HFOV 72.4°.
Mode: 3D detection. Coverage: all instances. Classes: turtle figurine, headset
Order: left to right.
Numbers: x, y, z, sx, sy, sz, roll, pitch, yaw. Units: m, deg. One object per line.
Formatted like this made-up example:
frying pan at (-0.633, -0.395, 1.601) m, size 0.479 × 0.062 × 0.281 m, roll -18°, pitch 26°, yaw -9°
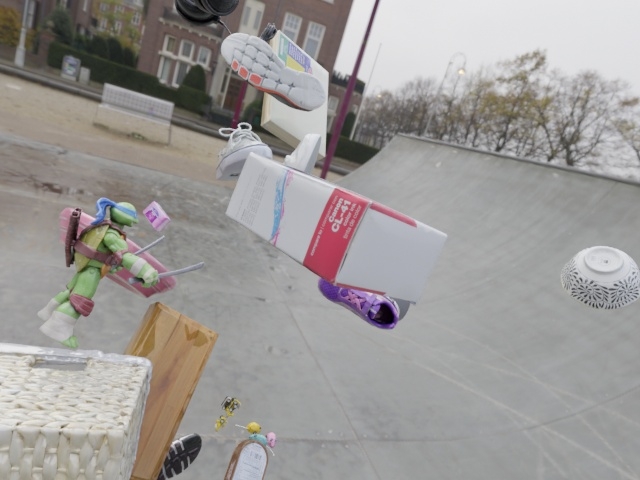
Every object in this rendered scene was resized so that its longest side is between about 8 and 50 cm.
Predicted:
turtle figurine at (-0.393, 0.079, 0.856) m, size 0.197 × 0.266 × 0.275 m, roll 29°, pitch -14°, yaw 22°
headset at (-0.288, -0.680, 1.182) m, size 0.243 × 0.185 × 0.394 m, roll 17°, pitch -26°, yaw 54°

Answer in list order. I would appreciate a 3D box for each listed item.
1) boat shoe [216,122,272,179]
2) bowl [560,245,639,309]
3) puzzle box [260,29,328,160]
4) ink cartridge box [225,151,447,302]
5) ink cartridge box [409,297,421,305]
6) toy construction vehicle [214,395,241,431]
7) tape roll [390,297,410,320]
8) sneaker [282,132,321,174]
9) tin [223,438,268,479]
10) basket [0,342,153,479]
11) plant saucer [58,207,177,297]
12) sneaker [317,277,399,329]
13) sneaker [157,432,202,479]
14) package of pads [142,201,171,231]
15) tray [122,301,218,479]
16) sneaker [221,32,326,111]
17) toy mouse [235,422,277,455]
boat shoe at (-0.241, -0.281, 1.325) m, size 0.135 × 0.157 × 0.367 m, roll -5°, pitch 1°, yaw -22°
bowl at (0.654, 0.067, 1.015) m, size 0.170 × 0.170 × 0.080 m, roll 29°, pitch -25°, yaw 43°
puzzle box at (-0.082, -0.521, 1.584) m, size 0.052 × 0.409 × 0.272 m, roll -19°, pitch -32°, yaw 39°
ink cartridge box at (0.019, -0.027, 0.737) m, size 0.226 × 0.131 × 0.306 m, roll 15°, pitch 12°, yaw -46°
ink cartridge box at (0.213, 0.127, 1.106) m, size 0.083 × 0.028 × 0.048 m, roll 33°, pitch -13°, yaw 23°
toy construction vehicle at (-0.254, 0.475, 1.206) m, size 0.035 × 0.098 × 0.086 m, roll 36°, pitch -9°, yaw -17°
tape roll at (0.201, 0.133, 1.319) m, size 0.072 × 0.219 × 0.219 m, roll 6°, pitch 15°, yaw -13°
sneaker at (-0.122, -0.169, 1.147) m, size 0.169 × 0.293 × 0.108 m, roll 27°, pitch 6°, yaw 8°
tin at (-0.207, 0.645, 1.198) m, size 0.106 × 0.190 × 0.040 m, roll 33°, pitch -38°, yaw -21°
basket at (-0.494, 0.384, 0.754) m, size 0.328 × 0.331 × 0.266 m, roll 12°, pitch 5°, yaw -18°
plant saucer at (-0.535, 0.049, 1.133) m, size 0.332 × 0.084 × 0.332 m, roll 27°, pitch -23°, yaw 12°
sneaker at (0.102, 0.149, 1.081) m, size 0.236 × 0.095 × 0.104 m, roll 30°, pitch 7°, yaw -8°
sneaker at (-0.489, 0.614, 1.233) m, size 0.162 × 0.107 × 0.281 m, roll 14°, pitch 24°, yaw 36°
package of pads at (-0.477, -0.069, 1.276) m, size 0.083 × 0.050 × 0.032 m, roll 45°, pitch -2°, yaw 26°
tray at (-0.439, 0.389, 1.133) m, size 0.202 × 0.411 × 0.076 m, roll 37°, pitch -35°, yaw -27°
sneaker at (-0.070, -0.225, 0.619) m, size 0.158 × 0.061 × 0.065 m, roll 31°, pitch -8°, yaw -9°
toy mouse at (-0.187, 0.661, 1.465) m, size 0.161 × 0.031 × 0.143 m, roll 34°, pitch -4°, yaw -42°
